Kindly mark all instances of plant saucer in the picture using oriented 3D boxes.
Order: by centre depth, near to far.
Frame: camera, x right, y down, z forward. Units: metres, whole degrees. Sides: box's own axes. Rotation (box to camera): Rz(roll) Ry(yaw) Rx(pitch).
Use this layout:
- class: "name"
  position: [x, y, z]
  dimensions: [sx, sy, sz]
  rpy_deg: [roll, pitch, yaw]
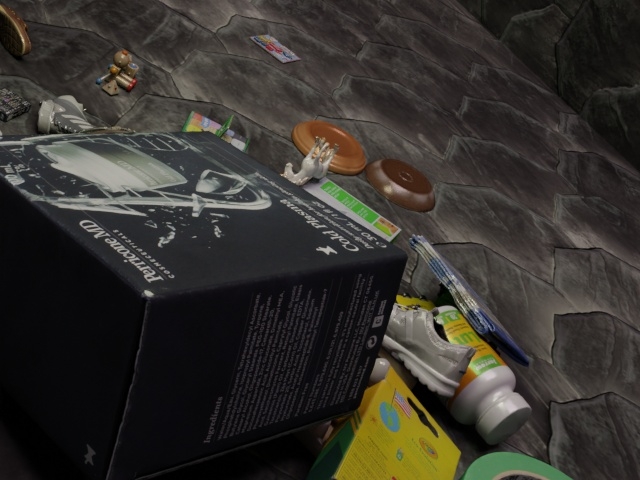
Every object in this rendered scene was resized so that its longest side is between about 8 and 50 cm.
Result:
- class: "plant saucer"
  position: [0.026, -0.234, 2.518]
  dimensions: [0.200, 0.037, 0.200]
  rpy_deg: [22, 30, -13]
- class: "plant saucer"
  position: [0.204, -0.146, 2.543]
  dimensions: [0.199, 0.036, 0.198]
  rpy_deg: [22, 29, -13]

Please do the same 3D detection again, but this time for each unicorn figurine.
- class: "unicorn figurine"
  position: [-0.018, -0.153, 2.053]
  dimensions: [0.060, 0.111, 0.162]
  rpy_deg: [35, 12, 33]

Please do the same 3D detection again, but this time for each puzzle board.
- class: "puzzle board"
  position: [-0.125, -0.539, 2.880]
  dimensions: [0.128, 0.011, 0.096]
  rpy_deg: [39, 31, 15]

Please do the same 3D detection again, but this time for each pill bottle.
- class: "pill bottle"
  position: [0.269, 0.249, 1.886]
  dimensions: [0.136, 0.136, 0.245]
  rpy_deg: [-3, 43, -44]

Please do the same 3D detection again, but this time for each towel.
- class: "towel"
  position: [0.291, 0.119, 2.026]
  dimensions: [0.209, 0.034, 0.285]
  rpy_deg: [38, 13, -50]

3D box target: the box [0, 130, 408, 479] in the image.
- class: "box"
  position: [-0.224, 0.061, 1.485]
  dimensions: [0.472, 0.297, 0.480]
  rpy_deg: [-10, 33, -46]

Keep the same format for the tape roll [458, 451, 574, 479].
- class: "tape roll"
  position: [0.351, 0.487, 1.655]
  dimensions: [0.321, 0.077, 0.321]
  rpy_deg: [23, 30, -14]

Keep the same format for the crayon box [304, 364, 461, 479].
- class: "crayon box"
  position: [0.100, 0.355, 1.563]
  dimensions: [0.202, 0.081, 0.318]
  rpy_deg: [52, 29, -7]

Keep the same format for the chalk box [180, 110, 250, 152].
- class: "chalk box"
  position: [-0.227, -0.152, 1.988]
  dimensions: [0.132, 0.213, 0.132]
  rpy_deg: [26, 29, -7]

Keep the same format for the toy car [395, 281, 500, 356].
- class: "toy car"
  position: [0.261, 0.150, 2.118]
  dimensions: [0.239, 0.053, 0.225]
  rpy_deg: [29, 29, -2]

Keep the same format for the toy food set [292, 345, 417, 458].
- class: "toy food set"
  position: [0.008, 0.224, 1.739]
  dimensions: [0.220, 0.092, 0.306]
  rpy_deg: [41, 31, 19]

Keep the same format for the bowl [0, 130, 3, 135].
- class: "bowl"
  position: [-0.626, -0.184, 1.822]
  dimensions: [0.170, 0.080, 0.170]
  rpy_deg: [22, 29, -13]

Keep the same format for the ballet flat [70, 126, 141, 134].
- class: "ballet flat"
  position: [-0.476, -0.102, 1.779]
  dimensions: [0.182, 0.164, 0.483]
  rpy_deg: [11, 25, 22]

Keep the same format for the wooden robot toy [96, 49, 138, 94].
- class: "wooden robot toy"
  position: [-0.439, -0.389, 2.304]
  dimensions: [0.076, 0.079, 0.173]
  rpy_deg: [26, 30, -7]

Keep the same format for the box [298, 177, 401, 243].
- class: "box"
  position: [0.000, 0.000, 2.047]
  dimensions: [0.231, 0.126, 0.262]
  rpy_deg: [36, 29, 9]

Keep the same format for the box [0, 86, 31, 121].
- class: "box"
  position: [-0.618, -0.267, 2.018]
  dimensions: [0.067, 0.018, 0.083]
  rpy_deg: [32, 29, 4]

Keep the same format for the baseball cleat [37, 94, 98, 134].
- class: "baseball cleat"
  position: [-0.488, -0.208, 2.011]
  dimensions: [0.109, 0.072, 0.206]
  rpy_deg: [-15, 46, -34]

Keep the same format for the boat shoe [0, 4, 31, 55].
- class: "boat shoe"
  position: [-0.662, -0.459, 2.230]
  dimensions: [0.060, 0.064, 0.178]
  rpy_deg: [-4, 41, -42]

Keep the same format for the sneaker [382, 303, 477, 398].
- class: "sneaker"
  position: [0.165, 0.156, 1.848]
  dimensions: [0.281, 0.115, 0.105]
  rpy_deg: [42, 6, 28]
